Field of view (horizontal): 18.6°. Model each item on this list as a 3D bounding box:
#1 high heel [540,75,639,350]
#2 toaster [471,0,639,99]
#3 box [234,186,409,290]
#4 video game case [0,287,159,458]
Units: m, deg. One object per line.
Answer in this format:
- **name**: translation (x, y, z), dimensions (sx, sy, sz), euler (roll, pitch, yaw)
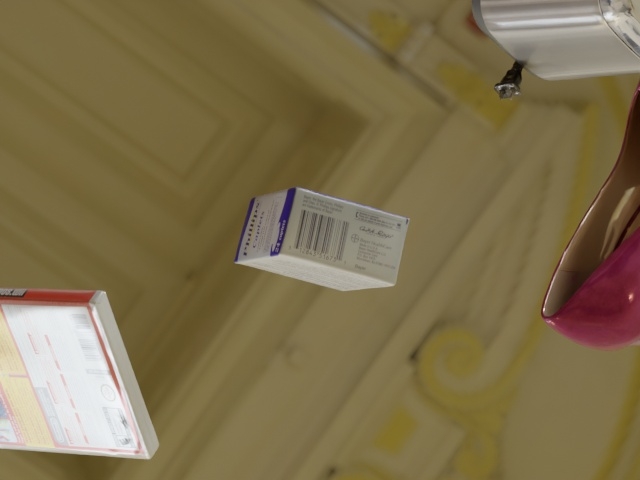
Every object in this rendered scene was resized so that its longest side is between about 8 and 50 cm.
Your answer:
- **high heel**: translation (0.321, -0.074, 1.994), dimensions (0.127, 0.181, 0.377), euler (-12, -109, 54)
- **toaster**: translation (0.213, -0.210, 1.452), dimensions (0.146, 0.129, 0.227), euler (4, -116, 48)
- **box**: translation (0.000, 0.000, 1.931), dimensions (0.137, 0.126, 0.072), euler (170, -66, -68)
- **video game case**: translation (-0.321, 0.135, 2.039), dimensions (0.285, 0.204, 0.025), euler (1, -145, 25)
